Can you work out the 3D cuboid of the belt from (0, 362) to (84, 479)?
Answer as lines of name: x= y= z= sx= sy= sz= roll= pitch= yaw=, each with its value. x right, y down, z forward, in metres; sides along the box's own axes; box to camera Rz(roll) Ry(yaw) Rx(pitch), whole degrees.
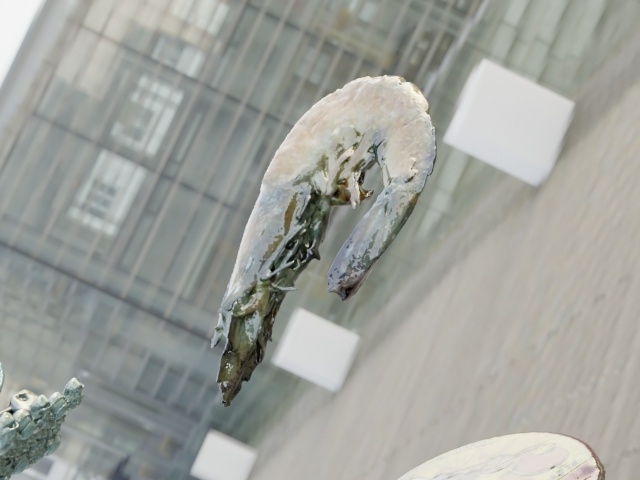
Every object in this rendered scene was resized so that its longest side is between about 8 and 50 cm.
belt: x=-0.212 y=0.119 z=0.778 sx=0.065 sy=0.100 sz=0.179 roll=-60 pitch=1 yaw=25

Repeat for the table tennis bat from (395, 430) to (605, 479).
table tennis bat: x=0.177 y=0.276 z=1.377 sx=0.268 sy=0.051 sz=0.415 roll=-28 pitch=11 yaw=-19

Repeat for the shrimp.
shrimp: x=0.000 y=0.000 z=1.637 sx=0.272 sy=0.085 sz=0.445 roll=12 pitch=71 yaw=51
